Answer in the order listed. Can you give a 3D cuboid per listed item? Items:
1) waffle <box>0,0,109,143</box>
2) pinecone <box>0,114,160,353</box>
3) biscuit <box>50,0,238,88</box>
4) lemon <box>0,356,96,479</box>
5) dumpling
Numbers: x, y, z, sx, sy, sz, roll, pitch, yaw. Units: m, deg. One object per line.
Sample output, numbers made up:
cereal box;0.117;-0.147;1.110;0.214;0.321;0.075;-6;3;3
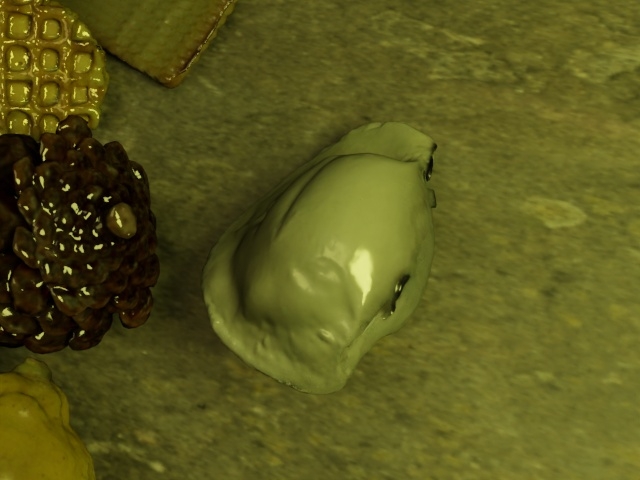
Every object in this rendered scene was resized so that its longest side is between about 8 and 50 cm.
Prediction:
waffle;-0.346;-0.220;0.834;0.253;0.056;0.249;36;91;-18
pinecone;-0.281;0.003;0.746;0.272;0.224;0.224;-16;72;31
biscuit;-0.217;-0.302;0.899;0.254;0.029;0.172;33;87;20
lemon;-0.336;0.283;0.663;0.285;0.285;0.316;-11;44;12
dumpling;0.001;0.005;0.718;0.227;0.243;0.175;5;117;33
